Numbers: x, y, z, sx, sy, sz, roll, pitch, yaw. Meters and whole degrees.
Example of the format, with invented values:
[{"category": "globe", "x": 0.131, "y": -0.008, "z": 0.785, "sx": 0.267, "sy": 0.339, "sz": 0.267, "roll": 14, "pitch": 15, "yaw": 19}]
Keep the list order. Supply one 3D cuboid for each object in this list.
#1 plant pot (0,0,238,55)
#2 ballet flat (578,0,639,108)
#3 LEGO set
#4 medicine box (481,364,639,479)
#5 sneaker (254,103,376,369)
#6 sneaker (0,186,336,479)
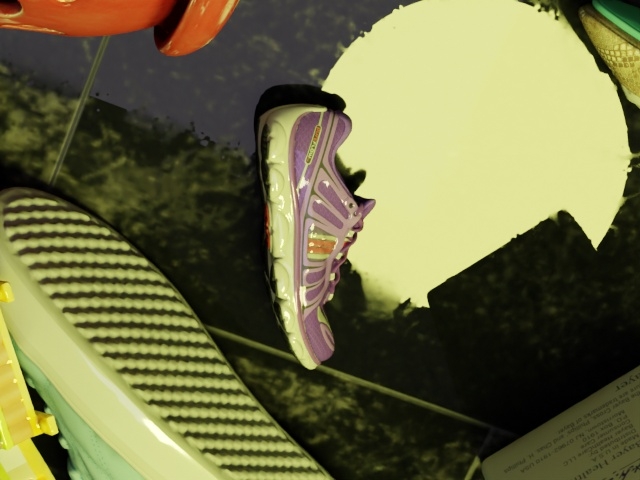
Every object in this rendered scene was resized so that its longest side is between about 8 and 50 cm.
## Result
[{"category": "plant pot", "x": -0.118, "y": -0.191, "z": 0.752, "sx": 0.174, "sy": 0.191, "sz": 0.191, "roll": 17, "pitch": 109, "yaw": -17}, {"category": "ballet flat", "x": 0.241, "y": -0.083, "z": 0.883, "sx": 0.206, "sy": 0.073, "sz": 0.067, "roll": 21, "pitch": 122, "yaw": -8}, {"category": "LEGO set", "x": -0.230, "y": 0.108, "z": 0.831, "sx": 0.107, "sy": 0.132, "sz": 0.287, "roll": -26, "pitch": 144, "yaw": -36}, {"category": "medicine box", "x": 0.247, "y": 0.260, "z": 0.892, "sx": 0.149, "sy": 0.289, "sz": 0.263, "roll": -32, "pitch": 109, "yaw": 8}, {"category": "sneaker", "x": 0.000, "y": 0.000, "z": 0.897, "sx": 0.071, "sy": 0.068, "sz": 0.169, "roll": -5, "pitch": 111, "yaw": -8}, {"category": "sneaker", "x": -0.118, "y": 0.139, "z": 0.907, "sx": 0.150, "sy": 0.135, "sz": 0.366, "roll": -34, "pitch": 102, "yaw": 21}]
